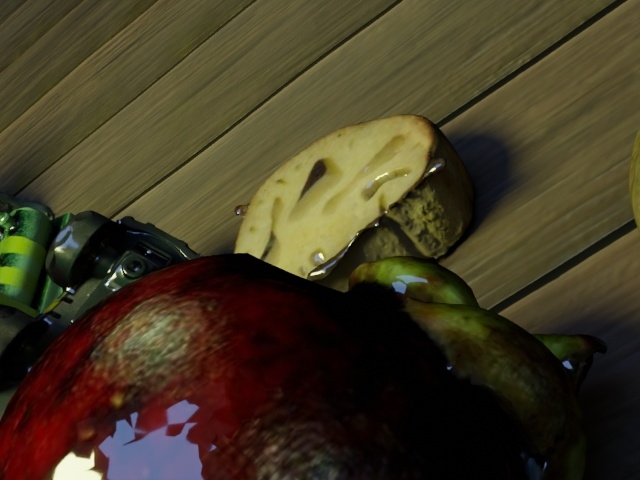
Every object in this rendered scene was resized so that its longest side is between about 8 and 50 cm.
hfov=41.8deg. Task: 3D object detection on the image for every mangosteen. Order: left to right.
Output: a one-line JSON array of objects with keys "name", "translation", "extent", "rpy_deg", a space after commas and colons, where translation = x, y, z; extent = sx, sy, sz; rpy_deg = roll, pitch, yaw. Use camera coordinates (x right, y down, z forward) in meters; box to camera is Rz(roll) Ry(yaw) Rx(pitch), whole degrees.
[{"name": "mangosteen", "translation": [-0.014, 0.139, 0.427], "extent": [0.311, 0.311, 0.311], "rpy_deg": [-24, 46, 27]}]

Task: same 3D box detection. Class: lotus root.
[{"name": "lotus root", "translation": [0.000, 0.000, 0.675], "extent": [0.261, 0.074, 0.170], "rpy_deg": [-37, 41, 17]}]

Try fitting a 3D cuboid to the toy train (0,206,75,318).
[{"name": "toy train", "translation": [-0.290, 0.054, 0.849], "extent": [0.083, 0.132, 0.200], "rpy_deg": [-20, 50, 29]}]

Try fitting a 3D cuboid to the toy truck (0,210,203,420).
[{"name": "toy truck", "translation": [-0.193, 0.098, 0.720], "extent": [0.147, 0.165, 0.224], "rpy_deg": [28, 57, 5]}]

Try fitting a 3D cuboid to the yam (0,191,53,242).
[{"name": "yam", "translation": [-0.525, 0.003, 0.972], "extent": [0.241, 0.348, 0.240], "rpy_deg": [-24, 54, 38]}]

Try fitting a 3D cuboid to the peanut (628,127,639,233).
[{"name": "peanut", "translation": [0.243, -0.036, 0.459], "extent": [0.141, 0.109, 0.159], "rpy_deg": [-1, 70, 54]}]
